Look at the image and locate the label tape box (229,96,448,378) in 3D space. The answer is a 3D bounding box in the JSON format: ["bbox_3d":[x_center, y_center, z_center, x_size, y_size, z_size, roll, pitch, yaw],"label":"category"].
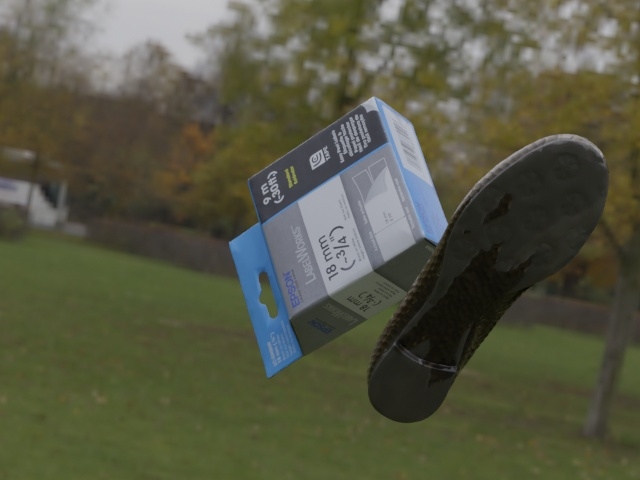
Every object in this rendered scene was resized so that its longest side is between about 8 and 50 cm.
[{"bbox_3d":[0.000,0.000,2.262,0.333,0.241,0.106,-32,-35,22],"label":"label tape box"}]

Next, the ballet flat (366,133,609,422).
[{"bbox_3d":[0.107,0.022,1.124,0.084,0.250,0.058,28,30,-7],"label":"ballet flat"}]
